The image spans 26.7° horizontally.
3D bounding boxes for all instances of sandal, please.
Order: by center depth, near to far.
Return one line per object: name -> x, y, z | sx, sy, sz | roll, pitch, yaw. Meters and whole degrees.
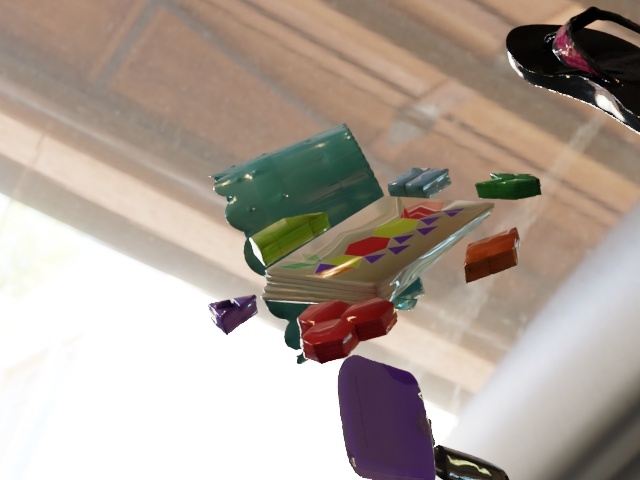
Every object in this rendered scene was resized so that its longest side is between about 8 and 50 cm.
sandal -> 0.164, -0.103, 0.754 | 0.179, 0.067, 0.040 | -135, -151, -58

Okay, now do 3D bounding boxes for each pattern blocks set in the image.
pattern blocks set -> 0.049, 0.010, 1.181 | 0.285, 0.325, 0.026 | 12, -56, 52

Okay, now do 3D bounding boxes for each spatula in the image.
spatula -> 0.083, 0.149, 0.951 | 0.030, 0.084, 0.296 | -18, -25, 18

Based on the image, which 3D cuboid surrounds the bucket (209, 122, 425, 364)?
bucket -> 0.000, 0.000, 1.677 | 0.183, 0.281, 0.281 | -25, -27, 0
